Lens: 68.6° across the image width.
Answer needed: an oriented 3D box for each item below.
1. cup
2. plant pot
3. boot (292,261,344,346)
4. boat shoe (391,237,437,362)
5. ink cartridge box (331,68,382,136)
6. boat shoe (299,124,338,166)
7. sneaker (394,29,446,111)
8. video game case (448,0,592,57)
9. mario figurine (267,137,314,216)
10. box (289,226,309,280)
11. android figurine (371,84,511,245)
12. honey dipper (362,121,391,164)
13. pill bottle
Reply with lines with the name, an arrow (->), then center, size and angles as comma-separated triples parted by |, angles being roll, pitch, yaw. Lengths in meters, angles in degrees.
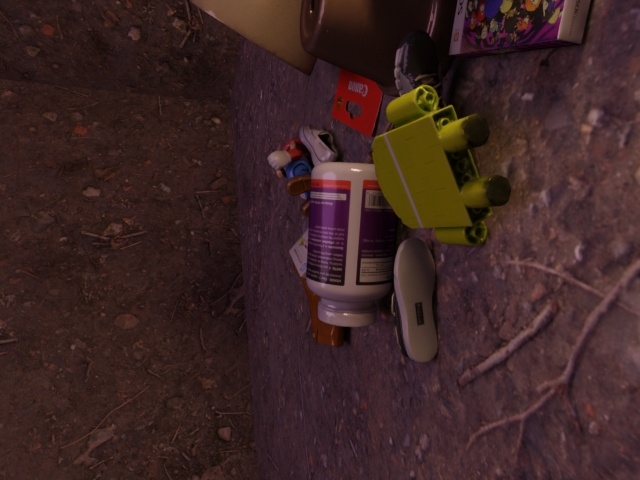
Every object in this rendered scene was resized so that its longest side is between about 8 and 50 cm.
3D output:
cup -> -0.110, -0.588, 1.123 | 0.237, 0.331, 0.331 | -58, 29, 17
plant pot -> 0.089, -0.399, 0.839 | 0.263, 0.229, 0.263 | -179, 90, -73
boot -> -0.012, 0.173, 1.314 | 0.295, 0.104, 0.211 | -165, 77, -67
boat shoe -> 0.159, 0.106, 0.844 | 0.070, 0.077, 0.219 | 170, 99, -70
ink cartridge box -> 0.068, -0.470, 1.124 | 0.308, 0.091, 0.385 | -126, 41, -61
boat shoe -> 0.005, -0.280, 1.351 | 0.076, 0.083, 0.226 | -50, 43, 27
sneaker -> 0.189, -0.210, 0.743 | 0.132, 0.086, 0.229 | 44, 153, 54
video game case -> 0.261, -0.357, 0.610 | 0.232, 0.041, 0.210 | -135, 49, -65
mario figurine -> -0.079, -0.187, 1.396 | 0.320, 0.170, 0.198 | -105, 19, -56
box -> 0.000, 0.000, 1.247 | 0.186, 0.038, 0.145 | -51, 30, 12
android figurine -> 0.167, -0.103, 0.723 | 0.248, 0.056, 0.273 | 65, 162, -8
honey dipper -> 0.131, -0.217, 1.017 | 0.161, 0.030, 0.030 | 115, 150, -47
pill bottle -> 0.063, 0.004, 0.970 | 0.181, 0.181, 0.323 | -157, 69, -70
